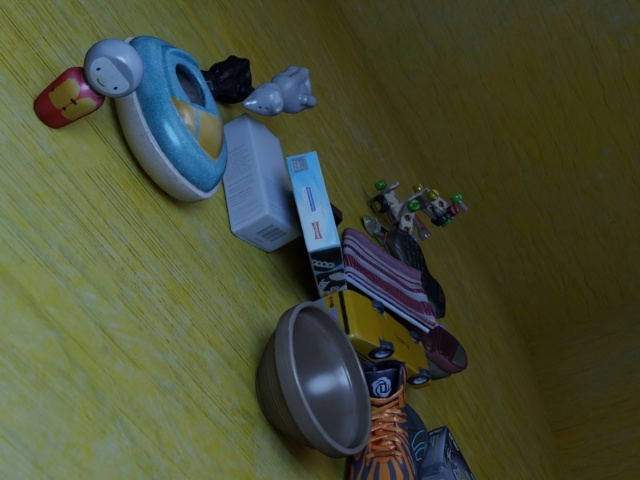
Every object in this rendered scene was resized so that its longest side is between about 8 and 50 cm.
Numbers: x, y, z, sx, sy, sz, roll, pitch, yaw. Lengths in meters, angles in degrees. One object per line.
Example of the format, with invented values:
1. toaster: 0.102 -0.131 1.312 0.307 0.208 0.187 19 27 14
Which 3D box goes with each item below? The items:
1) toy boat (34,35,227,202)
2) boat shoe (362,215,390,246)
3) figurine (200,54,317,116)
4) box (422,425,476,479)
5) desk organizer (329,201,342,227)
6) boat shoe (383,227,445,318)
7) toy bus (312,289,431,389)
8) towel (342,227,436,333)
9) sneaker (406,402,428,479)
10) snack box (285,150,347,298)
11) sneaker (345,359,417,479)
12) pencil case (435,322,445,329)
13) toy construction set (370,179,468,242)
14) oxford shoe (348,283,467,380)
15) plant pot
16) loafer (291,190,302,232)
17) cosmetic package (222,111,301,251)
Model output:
1. toy boat: -0.230 -0.188 0.826 0.268 0.148 0.318 68 21 7
2. boat shoe: 0.174 -0.034 1.750 0.153 0.048 0.056 43 29 -44
3. figurine: -0.133 -0.281 1.111 0.209 0.214 0.093 -50 150 -61
4. box: 0.317 0.586 1.383 0.231 0.056 0.183 62 20 -6
5. desk organizer: 0.005 -0.063 1.387 0.130 0.047 0.050 36 37 -51
6. boat shoe: 0.245 0.112 1.661 0.324 0.119 0.123 58 33 -29
7. toy bus: 0.108 0.217 1.197 0.332 0.130 0.108 41 30 -47
8. towel: 0.154 0.080 1.388 0.237 0.037 0.329 33 16 -7
9. sneaker: 0.147 0.409 1.119 0.106 0.101 0.267 48 26 -32
10. snack box: 0.000 0.000 1.114 0.322 0.060 0.187 78 -2 -63
11. sneaker: 0.096 0.317 1.001 0.321 0.124 0.180 -87 172 -69
12. pencil case: 0.276 0.252 1.618 0.206 0.088 0.086 22 45 -60
13. toy construction set: 0.284 -0.108 1.911 0.237 0.257 0.309 53 0 5
14. oxford shoe: 0.186 0.223 1.414 0.348 0.130 0.123 42 37 -6
15. plant pot: -0.024 0.223 0.909 0.237 0.109 0.237 51 24 -34
16. loafer: -0.051 -0.071 1.245 0.170 0.062 0.061 42 25 -47
17. cosmetic package: -0.118 -0.108 1.096 0.117 0.085 0.231 35 34 -54
